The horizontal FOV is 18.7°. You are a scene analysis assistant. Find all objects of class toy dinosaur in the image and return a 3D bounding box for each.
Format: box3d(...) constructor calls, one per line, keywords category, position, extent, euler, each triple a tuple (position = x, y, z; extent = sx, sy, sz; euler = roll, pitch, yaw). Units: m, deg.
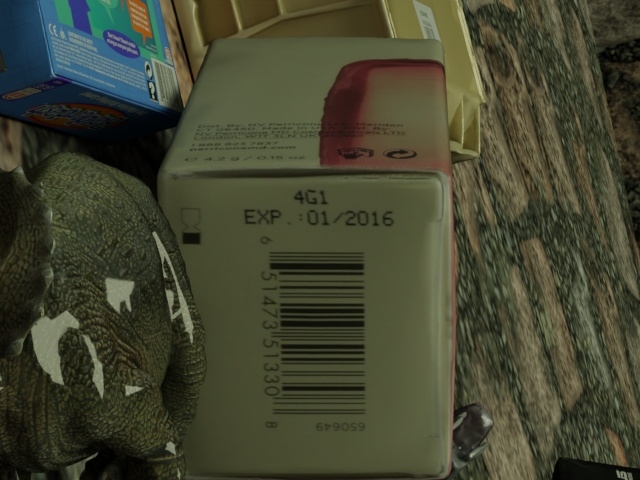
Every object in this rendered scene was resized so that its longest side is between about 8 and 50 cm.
box3d(category="toy dinosaur", position=(-0.087, 0.031, 0.712), extent=(0.313, 0.121, 0.160), euler=(-36, 123, -70))

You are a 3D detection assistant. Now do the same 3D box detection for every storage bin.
box3d(category="storage bin", position=(0.001, -0.170, 1.228), extent=(0.262, 0.123, 0.260), euler=(2, 74, -75))

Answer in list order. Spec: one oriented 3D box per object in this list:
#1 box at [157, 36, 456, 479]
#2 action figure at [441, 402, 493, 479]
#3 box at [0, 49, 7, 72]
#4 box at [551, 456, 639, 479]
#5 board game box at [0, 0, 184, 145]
box3d(category="box", position=(0.000, 0.000, 0.929), extent=(0.232, 0.127, 0.148), euler=(-81, 170, -70))
box3d(category="action figure", position=(0.052, 0.157, 1.104), extent=(0.185, 0.099, 0.285), euler=(65, 9, 7))
box3d(category="box", position=(-0.156, -0.068, 0.630), extent=(0.052, 0.083, 0.062), euler=(-47, 119, -73))
box3d(category="box", position=(0.157, 0.237, 1.088), extent=(0.147, 0.078, 0.180), euler=(-84, -177, -65))
box3d(category="board game box", position=(-0.130, -0.157, 0.884), extent=(0.160, 0.047, 0.210), euler=(15, 62, -73))
